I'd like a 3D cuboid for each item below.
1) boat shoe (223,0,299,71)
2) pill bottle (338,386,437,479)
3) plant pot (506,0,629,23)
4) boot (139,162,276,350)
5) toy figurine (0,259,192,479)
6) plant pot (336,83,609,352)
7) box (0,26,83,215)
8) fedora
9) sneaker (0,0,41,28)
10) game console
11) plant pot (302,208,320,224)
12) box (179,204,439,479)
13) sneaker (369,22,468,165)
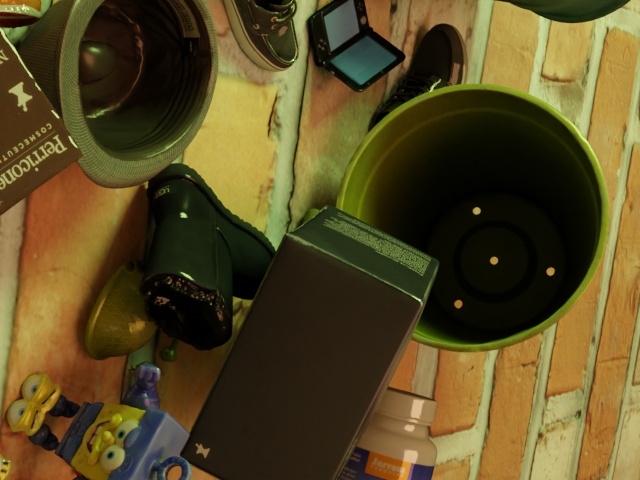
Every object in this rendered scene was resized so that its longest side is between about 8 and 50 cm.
[{"bbox_3d":[-0.068,-0.301,1.459,0.080,0.076,0.229,-51,136,-30],"label":"boat shoe"},{"bbox_3d":[0.092,0.363,1.802,0.152,0.152,0.272,18,86,-53],"label":"pill bottle"},{"bbox_3d":[0.268,-0.478,1.661,0.334,0.341,0.341,-11,109,-43],"label":"plant pot"},{"bbox_3d":[-0.128,0.052,1.395,0.246,0.094,0.207,51,24,-40],"label":"boot"},{"bbox_3d":[-0.203,0.220,1.325,0.363,0.217,0.191,-60,140,-21],"label":"toy figurine"},{"bbox_3d":[0.241,-0.001,1.733,0.353,0.366,0.367,37,70,-72],"label":"plant pot"},{"bbox_3d":[-0.355,-0.103,1.026,0.168,0.167,0.203,-44,110,-37],"label":"box"},{"bbox_3d":[-0.228,-0.185,1.246,0.275,0.124,0.244,-40,132,-49],"label":"fedora"},{"bbox_3d":[-0.349,-0.248,1.141,0.175,0.064,0.068,-3,82,-57],"label":"sneaker"},{"bbox_3d":[0.052,-0.279,1.626,0.122,0.071,0.107,-41,130,-39],"label":"game console"},{"bbox_3d":[0.000,0.000,1.646,0.083,0.083,0.079,28,66,-52],"label":"plant pot"},{"bbox_3d":[-0.002,0.138,1.428,0.296,0.182,0.294,-64,174,12],"label":"box"},{"bbox_3d":[0.149,-0.222,1.758,0.118,0.083,0.222,6,96,-52],"label":"sneaker"}]
